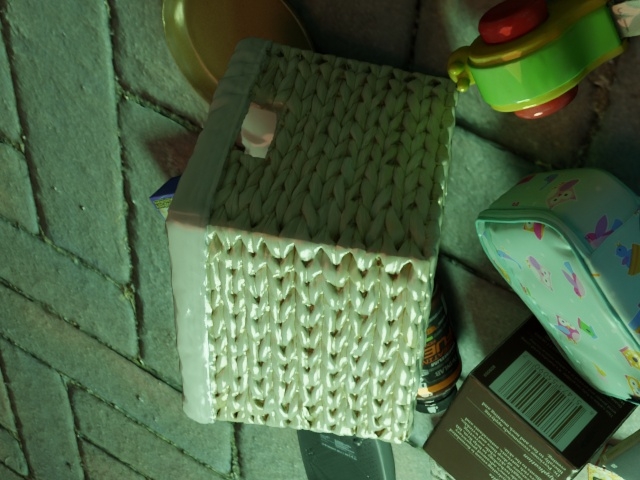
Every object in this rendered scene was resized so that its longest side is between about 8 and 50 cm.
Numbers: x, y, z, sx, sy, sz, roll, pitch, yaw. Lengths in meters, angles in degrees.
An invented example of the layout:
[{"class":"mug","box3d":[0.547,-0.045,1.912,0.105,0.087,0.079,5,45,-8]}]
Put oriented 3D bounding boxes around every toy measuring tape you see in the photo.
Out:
[{"class":"toy measuring tape","box3d":[0.247,-0.182,0.993,0.330,0.121,0.121,-5,123,44]}]

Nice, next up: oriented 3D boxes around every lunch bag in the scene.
[{"class":"lunch bag","box3d":[0.298,0.057,1.147,0.279,0.108,0.224,54,165,-12]}]

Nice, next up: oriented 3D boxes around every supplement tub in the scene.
[{"class":"supplement tub","box3d":[0.131,0.140,1.426,0.106,0.106,0.198,9,133,37]}]

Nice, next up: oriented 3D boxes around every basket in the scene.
[{"class":"basket","box3d":[0.000,0.000,1.187,0.266,0.328,0.331,7,134,7]}]

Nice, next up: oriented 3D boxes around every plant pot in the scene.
[{"class":"plant pot","box3d":[-0.094,-0.240,1.311,0.236,0.032,0.236,25,141,22]}]

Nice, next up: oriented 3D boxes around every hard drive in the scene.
[{"class":"hard drive","box3d":[0.047,0.365,1.767,0.172,0.054,0.255,18,137,29]}]

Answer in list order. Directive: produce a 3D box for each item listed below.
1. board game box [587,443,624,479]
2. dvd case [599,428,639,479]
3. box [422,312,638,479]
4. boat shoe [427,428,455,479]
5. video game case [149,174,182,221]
[{"class":"board game box","box3d":[0.437,0.371,1.429,0.146,0.045,0.193,16,136,31]},{"class":"dvd case","box3d":[0.421,0.199,1.089,0.164,0.018,0.221,35,115,-30]},{"class":"box","box3d":[0.262,0.222,1.319,0.168,0.167,0.203,42,145,17]},{"class":"boat shoe","box3d":[0.223,0.324,1.491,0.277,0.098,0.096,4,120,65]},{"class":"video game case","box3d":[-0.088,0.005,1.525,0.269,0.061,0.244,-6,123,45]}]
